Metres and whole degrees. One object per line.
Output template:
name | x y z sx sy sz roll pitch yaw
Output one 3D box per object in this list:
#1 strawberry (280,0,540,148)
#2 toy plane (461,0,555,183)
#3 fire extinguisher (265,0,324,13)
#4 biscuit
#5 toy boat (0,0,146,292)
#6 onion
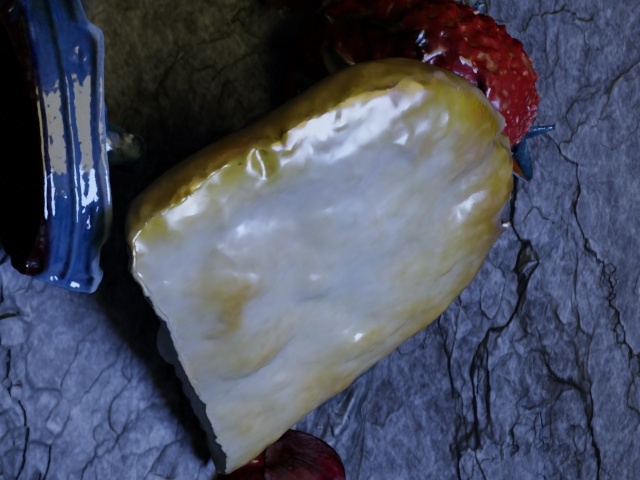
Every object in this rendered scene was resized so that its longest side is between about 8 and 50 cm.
strawberry | 0.108 -0.168 2.080 0.257 0.261 0.261 -44 128 -46
toy plane | 0.228 -0.164 2.357 0.326 0.104 0.223 47 30 -49
fire extinguisher | 0.046 -0.382 2.078 0.147 0.106 0.337 52 56 -29
biscuit | -0.001 -0.001 1.896 0.446 0.104 0.429 -37 142 -6
toy boat | -0.230 -0.101 1.746 0.142 0.129 0.309 -12 104 -40
onion | -0.038 0.277 2.078 0.206 0.098 0.151 -39 126 -42
